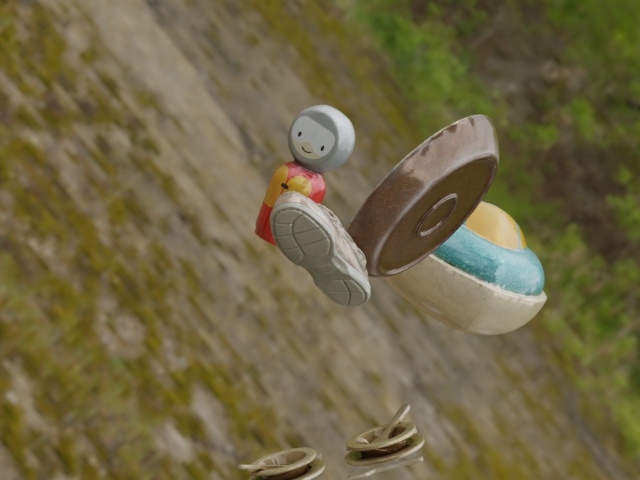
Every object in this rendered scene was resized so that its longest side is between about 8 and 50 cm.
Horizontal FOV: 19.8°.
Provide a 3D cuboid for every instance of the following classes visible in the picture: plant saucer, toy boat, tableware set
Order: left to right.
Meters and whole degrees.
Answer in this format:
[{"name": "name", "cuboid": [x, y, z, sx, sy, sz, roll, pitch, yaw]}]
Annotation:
[{"name": "tableware set", "cuboid": [0.011, 0.219, 1.911, 0.128, 0.194, 0.039, -96, 170, -81]}, {"name": "toy boat", "cuboid": [0.093, -0.020, 1.871, 0.318, 0.148, 0.267, 22, 11, -21]}, {"name": "plant saucer", "cuboid": [0.084, -0.028, 1.444, 0.029, 0.168, 0.168, 46, 7, 20]}]

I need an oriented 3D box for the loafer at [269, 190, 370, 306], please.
[{"name": "loafer", "cuboid": [0.000, 0.000, 1.332, 0.125, 0.045, 0.039, 53, 34, -44]}]
